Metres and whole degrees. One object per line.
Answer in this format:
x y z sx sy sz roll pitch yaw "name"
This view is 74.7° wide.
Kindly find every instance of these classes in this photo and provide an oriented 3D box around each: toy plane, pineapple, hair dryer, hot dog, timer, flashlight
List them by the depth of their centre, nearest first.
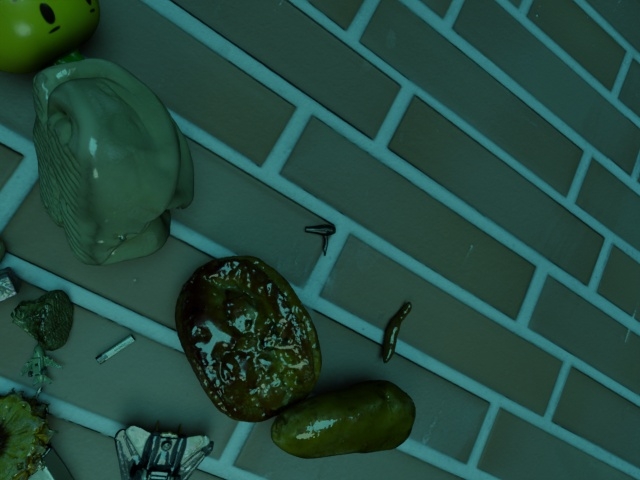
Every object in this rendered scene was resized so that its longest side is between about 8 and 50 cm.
-0.607 0.381 0.789 0.221 0.047 0.221 0 59 0 "pineapple"
-0.534 -0.407 0.800 0.285 0.285 0.285 1 87 -19 "timer"
-0.575 0.256 0.858 0.080 0.033 0.083 -9 90 -5 "toy plane"
-0.364 0.553 0.881 0.204 0.103 0.316 17 82 -18 "toy plane"
-0.445 0.236 0.912 0.083 0.018 0.018 -34 101 -17 "flashlight"
-0.155 0.218 0.933 0.267 0.174 0.387 -27 97 -16 "hot dog"
0.000 0.000 1.079 0.079 0.031 0.083 0 96 -9 "hair dryer"

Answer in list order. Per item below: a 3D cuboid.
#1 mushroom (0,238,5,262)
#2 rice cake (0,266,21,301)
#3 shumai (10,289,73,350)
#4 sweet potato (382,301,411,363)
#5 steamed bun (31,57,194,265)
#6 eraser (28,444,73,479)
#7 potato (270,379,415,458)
-0.723 0.052 0.791 0.223 0.092 0.081 -29 133 -26 "mushroom"
-0.718 0.137 0.776 0.298 0.106 0.050 -28 114 -19 "rice cake"
-0.564 0.160 0.842 0.087 0.099 0.123 1 85 -3 "shumai"
0.198 0.243 1.127 0.044 0.044 0.179 30 71 -16 "sweet potato"
-0.381 -0.137 0.805 0.255 0.367 0.342 -13 52 -42 "steamed bun"
-0.633 0.535 0.799 0.279 0.081 0.124 -30 96 -18 "eraser"
0.063 0.419 0.981 0.369 0.195 0.176 8 80 -33 "potato"
